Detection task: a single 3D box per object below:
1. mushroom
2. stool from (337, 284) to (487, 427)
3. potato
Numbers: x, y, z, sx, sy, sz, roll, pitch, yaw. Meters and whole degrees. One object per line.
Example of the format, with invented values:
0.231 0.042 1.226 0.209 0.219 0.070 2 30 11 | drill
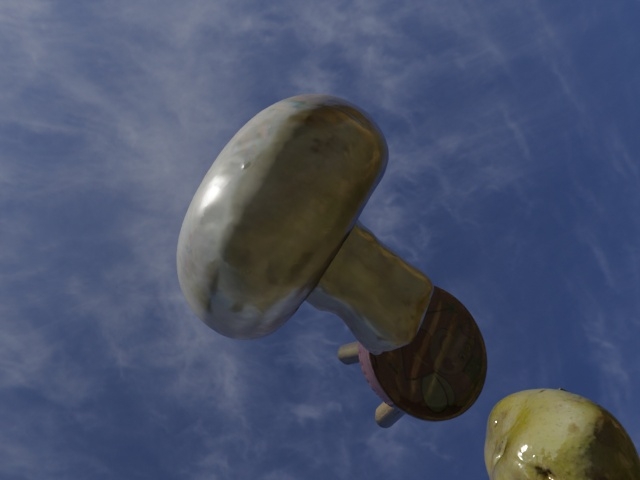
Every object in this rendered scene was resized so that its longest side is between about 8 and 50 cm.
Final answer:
0.000 0.000 0.506 0.243 0.243 0.244 2 -95 -20 | mushroom
0.184 0.240 1.147 0.271 0.178 0.272 9 -118 -18 | stool
0.342 0.331 0.836 0.202 0.351 0.218 -36 -91 2 | potato
